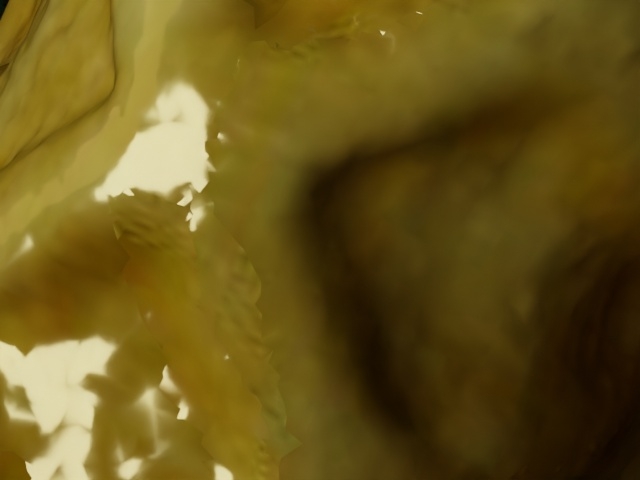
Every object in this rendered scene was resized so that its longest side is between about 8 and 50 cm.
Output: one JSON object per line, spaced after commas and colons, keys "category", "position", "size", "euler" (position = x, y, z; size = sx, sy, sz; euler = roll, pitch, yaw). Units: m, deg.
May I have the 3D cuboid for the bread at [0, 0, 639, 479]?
{"category": "bread", "position": [0.004, 0.001, 0.443], "size": [0.238, 0.196, 0.252], "euler": [-111, 43, -72]}
